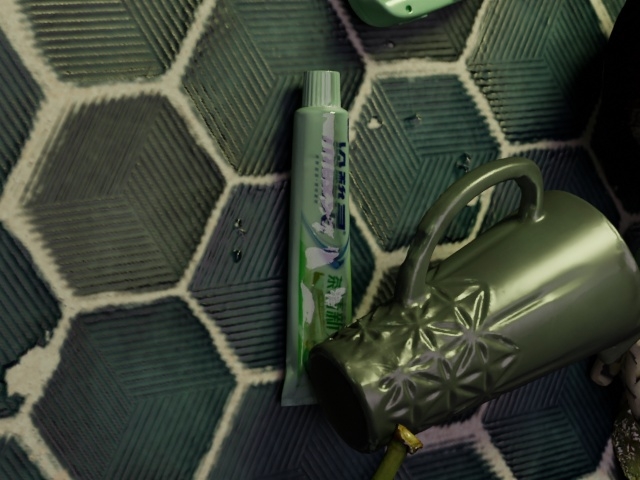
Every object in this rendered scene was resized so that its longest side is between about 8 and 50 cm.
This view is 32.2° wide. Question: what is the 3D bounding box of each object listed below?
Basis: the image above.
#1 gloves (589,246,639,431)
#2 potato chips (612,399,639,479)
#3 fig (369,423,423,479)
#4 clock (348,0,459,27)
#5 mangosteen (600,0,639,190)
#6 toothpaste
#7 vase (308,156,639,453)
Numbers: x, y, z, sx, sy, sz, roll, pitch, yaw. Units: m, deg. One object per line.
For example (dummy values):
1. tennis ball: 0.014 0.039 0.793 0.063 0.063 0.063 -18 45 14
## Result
1. gloves: 0.343 0.100 1.089 0.127 0.111 0.212 5 96 0
2. potato chips: 0.382 0.245 1.188 0.142 0.026 0.209 -15 98 -27
3. fig: 0.037 0.281 0.913 0.151 0.151 0.259 -4 129 -26
4. clock: 0.075 -0.307 0.997 0.159 0.066 0.211 -28 103 -23
5. mangosteen: 0.434 -0.160 1.068 0.347 0.306 0.307 -32 107 -53
6. toothpaste: 0.000 0.000 0.983 0.074 0.048 0.297 -2 95 -28
7. vase: 0.135 0.065 0.982 0.300 0.156 0.251 -26 115 -23
